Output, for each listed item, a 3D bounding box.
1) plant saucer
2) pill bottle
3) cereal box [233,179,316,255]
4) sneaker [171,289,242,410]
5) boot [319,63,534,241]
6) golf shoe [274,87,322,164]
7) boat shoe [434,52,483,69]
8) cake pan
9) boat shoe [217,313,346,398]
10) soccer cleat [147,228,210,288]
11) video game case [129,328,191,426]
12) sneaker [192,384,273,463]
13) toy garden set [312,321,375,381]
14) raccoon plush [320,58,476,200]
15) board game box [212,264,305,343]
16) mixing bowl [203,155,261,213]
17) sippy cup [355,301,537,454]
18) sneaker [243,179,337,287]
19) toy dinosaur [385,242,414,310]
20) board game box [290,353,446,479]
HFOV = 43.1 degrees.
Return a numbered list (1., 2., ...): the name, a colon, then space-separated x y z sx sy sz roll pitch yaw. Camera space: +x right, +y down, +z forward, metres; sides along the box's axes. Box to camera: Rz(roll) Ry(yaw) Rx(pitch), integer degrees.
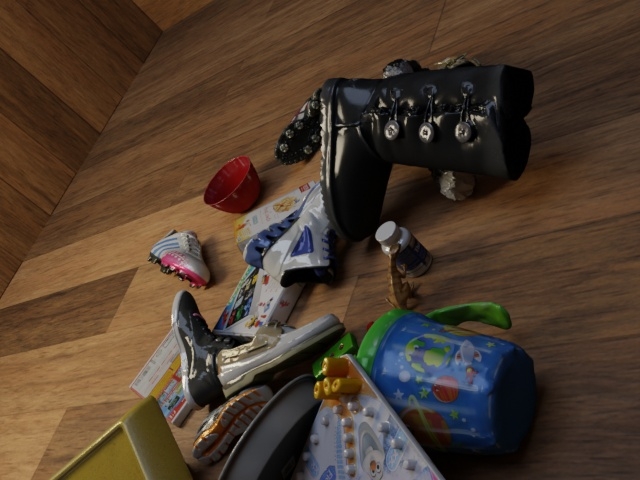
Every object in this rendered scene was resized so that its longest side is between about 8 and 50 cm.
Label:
1. plant saucer: -0.425 0.537 1.666 0.333 0.081 0.332 -41 56 10
2. pill bottle: 0.166 0.016 1.634 0.067 0.120 0.067 -31 35 25
3. cereal box: -0.103 -0.059 2.035 0.240 0.047 0.173 -28 21 2
4. sneaker: -0.250 0.230 1.864 0.147 0.104 0.295 -24 59 15
5. boot: 0.208 -0.158 1.622 0.445 0.366 0.146 5 20 38
6. golf shoe: -0.049 -0.310 2.314 0.272 0.105 0.120 -55 16 -24
7. boat shoe: 0.344 -0.388 1.911 0.104 0.089 0.285 -44 31 6
8. cake pan: -0.072 0.365 1.372 0.054 0.293 0.293 30 76 21
9. boat shoe: -0.093 0.219 1.686 0.302 0.113 0.103 -31 69 15
10. soccer cleat: -0.384 0.035 2.281 0.143 0.116 0.331 -55 32 -12
11. video game case: -0.355 0.325 2.002 0.204 0.025 0.285 -55 32 -14
12. sneaker: -0.189 0.370 1.700 0.215 0.084 0.083 -40 22 8
13. toy garden set: 0.087 0.262 1.513 0.204 0.049 0.244 -43 29 18
14. raccoon plush: 0.153 -0.211 1.852 0.299 0.216 0.446 -41 33 32
15. board game box: -0.121 0.108 1.940 0.193 0.053 0.305 -4 51 49
16. mixing bowl: -0.238 -0.144 2.327 0.181 0.098 0.181 -32 33 24
17. sippy cup: 0.204 0.231 1.264 0.224 0.240 0.305 2 77 39
18. sneaker: -0.001 0.001 1.840 0.315 0.127 0.182 -41 66 -8
19. toy dinosaur: 0.154 0.114 1.577 0.064 0.112 0.211 -16 81 9
20. board game box: 0.039 0.427 1.163 0.390 0.050 0.389 50 125 52
